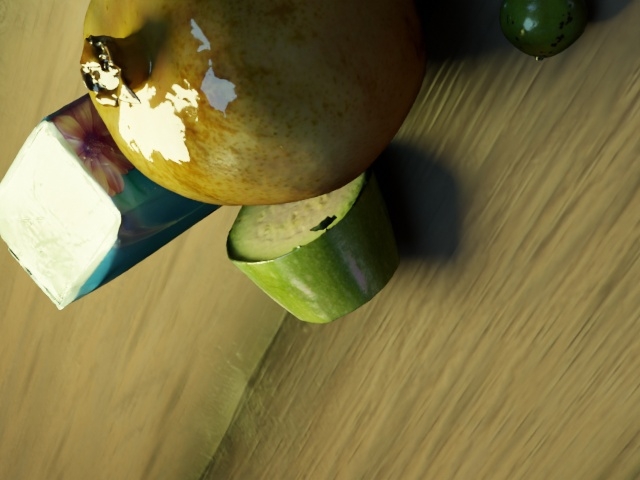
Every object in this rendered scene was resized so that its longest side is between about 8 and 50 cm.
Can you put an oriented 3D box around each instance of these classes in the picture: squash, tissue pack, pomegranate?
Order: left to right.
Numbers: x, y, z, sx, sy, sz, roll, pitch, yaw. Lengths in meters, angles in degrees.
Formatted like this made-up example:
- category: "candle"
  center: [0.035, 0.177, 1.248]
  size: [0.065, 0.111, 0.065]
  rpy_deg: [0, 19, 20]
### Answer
- category: "tissue pack"
  center: [-0.172, -0.078, 1.708]
  size: [0.146, 0.263, 0.198]
  rpy_deg: [50, 141, 5]
- category: "pomegranate"
  center: [-0.067, -0.168, 1.497]
  size: [0.319, 0.319, 0.319]
  rpy_deg: [25, 132, 30]
- category: "squash"
  center: [0.000, 0.000, 1.688]
  size: [0.170, 0.170, 0.123]
  rpy_deg: [-7, 124, 46]
- category: "pomegranate"
  center: [0.182, -0.195, 1.438]
  size: [0.073, 0.073, 0.084]
  rpy_deg: [-39, 70, 50]
